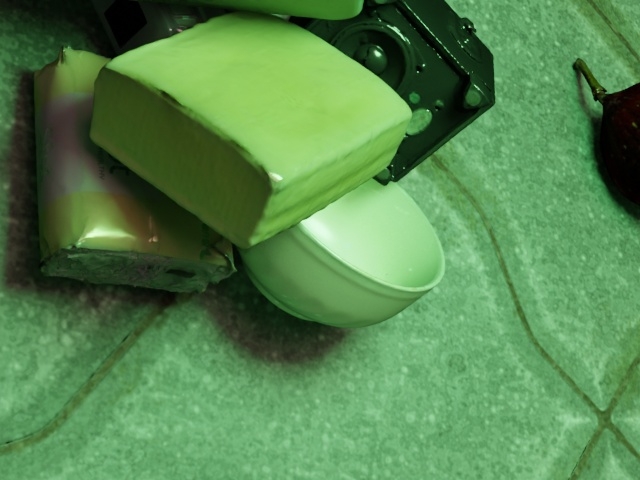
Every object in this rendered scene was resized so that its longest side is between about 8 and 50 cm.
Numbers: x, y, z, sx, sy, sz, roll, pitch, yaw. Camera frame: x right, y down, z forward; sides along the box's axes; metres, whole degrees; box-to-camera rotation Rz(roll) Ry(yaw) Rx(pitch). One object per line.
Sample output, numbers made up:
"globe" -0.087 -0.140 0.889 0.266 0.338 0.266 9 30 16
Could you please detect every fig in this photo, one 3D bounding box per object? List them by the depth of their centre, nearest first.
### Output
"fig" 0.490 -0.169 1.966 0.249 0.186 0.203 35 74 -10

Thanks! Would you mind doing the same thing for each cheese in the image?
"cheese" -0.071 -0.131 1.398 0.242 0.124 0.265 38 40 17

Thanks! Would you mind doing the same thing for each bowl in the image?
"bowl" 0.000 0.000 1.549 0.277 0.145 0.277 29 29 -18

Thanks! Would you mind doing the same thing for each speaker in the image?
"speaker" 0.084 -0.235 1.642 0.232 0.184 0.254 45 21 -13

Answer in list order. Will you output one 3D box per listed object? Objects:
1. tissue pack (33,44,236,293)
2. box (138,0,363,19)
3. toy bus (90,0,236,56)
"tissue pack" -0.213 -0.073 1.472 0.215 0.123 0.256 10 57 -32
"box" -0.115 -0.435 1.411 0.352 0.177 0.344 5 80 2
"toy bus" -0.186 -0.289 1.565 0.142 0.142 0.202 -23 85 -44
